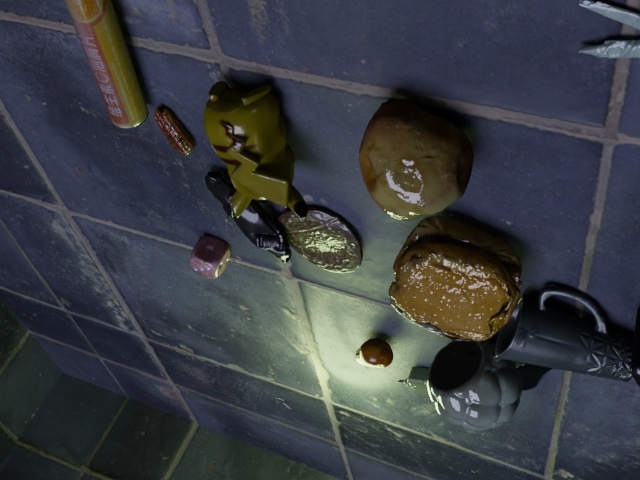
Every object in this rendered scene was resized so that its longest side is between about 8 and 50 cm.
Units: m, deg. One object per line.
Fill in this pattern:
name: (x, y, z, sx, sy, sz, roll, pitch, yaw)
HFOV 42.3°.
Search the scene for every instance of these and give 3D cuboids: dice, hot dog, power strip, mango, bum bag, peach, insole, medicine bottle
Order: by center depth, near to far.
peach: (0.178, -0.161, 1.586, 0.214, 0.214, 0.235, -12, 114, 47)
medicine bottle: (-0.464, -0.417, 1.795, 0.108, 0.108, 0.426, 18, 150, 17)
hot dog: (-0.356, -0.264, 1.996, 0.062, 0.038, 0.144, 3, 141, 36)
bum bag: (-0.179, -0.052, 2.110, 0.326, 0.079, 0.142, 47, 165, -27)
insole: (0.564, 0.356, 2.220, 0.080, 0.003, 0.232, 26, 149, 3)
dice: (-0.318, 0.048, 2.379, 0.093, 0.094, 0.091, 25, 150, 9)
mango: (0.160, 0.333, 2.439, 0.105, 0.084, 0.159, 16, 171, -10)
power strip: (0.354, 0.426, 2.445, 0.288, 0.053, 0.093, 2, 142, 37)

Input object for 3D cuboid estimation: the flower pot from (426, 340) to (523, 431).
flower pot: (0.404, 0.376, 2.153, 0.246, 0.246, 0.195, -11, 132, 47)

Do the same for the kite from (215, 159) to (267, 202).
kite: (-0.171, -0.143, 2.056, 0.183, 0.010, 0.160, 7, 143, 32)

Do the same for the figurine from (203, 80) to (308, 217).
figurine: (-0.136, -0.189, 1.804, 0.218, 0.169, 0.326, 13, 146, 33)

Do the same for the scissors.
scissors: (0.571, -0.292, 1.221, 0.384, 0.029, 0.256, 17, 147, 20)

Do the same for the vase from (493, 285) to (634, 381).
vase: (0.574, 0.226, 1.902, 0.301, 0.156, 0.251, 16, 122, 9)

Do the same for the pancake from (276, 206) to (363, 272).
pancake: (0.000, 0.000, 2.113, 0.250, 0.031, 0.250, 21, 148, 14)

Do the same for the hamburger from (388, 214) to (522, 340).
hamburger: (0.302, 0.094, 1.863, 0.319, 0.158, 0.318, 16, 138, 15)

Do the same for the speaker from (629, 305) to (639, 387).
speaker: (0.828, 0.309, 1.785, 0.184, 0.180, 0.388, -13, 132, 39)
